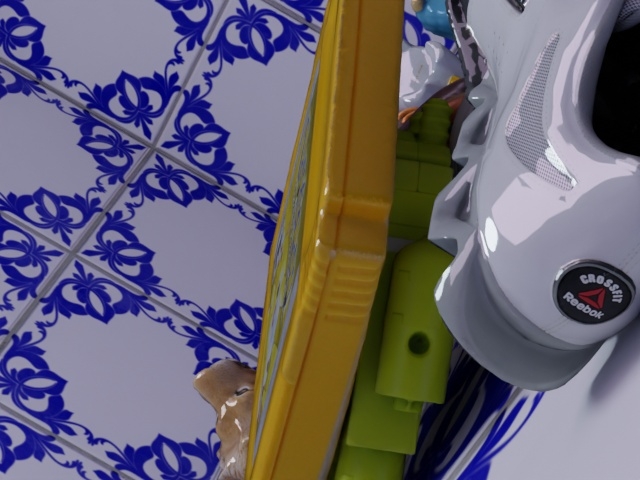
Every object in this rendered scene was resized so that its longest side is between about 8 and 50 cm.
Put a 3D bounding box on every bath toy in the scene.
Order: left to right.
[{"bbox_3d":[0.099,-0.072,1.579,0.129,0.151,0.348,39,-105,-53],"label":"bath toy"}]

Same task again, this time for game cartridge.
[{"bbox_3d":[0.000,0.000,1.033,0.323,0.053,0.285,101,175,-46],"label":"game cartridge"}]

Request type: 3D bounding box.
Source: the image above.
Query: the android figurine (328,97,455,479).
[{"bbox_3d":[0.046,0.045,1.030,0.248,0.056,0.272,130,151,-83],"label":"android figurine"}]

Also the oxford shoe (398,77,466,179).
[{"bbox_3d":[0.076,-0.057,1.248,0.363,0.130,0.132,124,150,-65],"label":"oxford shoe"}]

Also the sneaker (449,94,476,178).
[{"bbox_3d":[0.172,-0.126,0.958,0.152,0.114,0.305,-81,12,-67],"label":"sneaker"}]

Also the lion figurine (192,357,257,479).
[{"bbox_3d":[-0.068,0.250,1.355,0.240,0.142,0.392,-85,10,-68],"label":"lion figurine"}]

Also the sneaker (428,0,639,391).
[{"bbox_3d":[0.140,-0.093,0.766,0.146,0.122,0.330,-44,29,40],"label":"sneaker"}]
